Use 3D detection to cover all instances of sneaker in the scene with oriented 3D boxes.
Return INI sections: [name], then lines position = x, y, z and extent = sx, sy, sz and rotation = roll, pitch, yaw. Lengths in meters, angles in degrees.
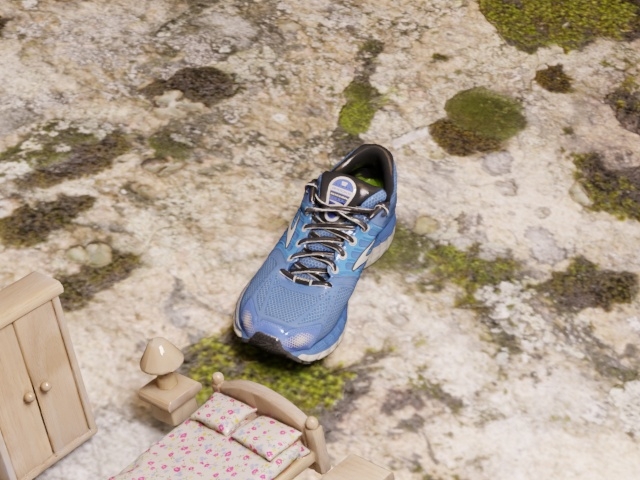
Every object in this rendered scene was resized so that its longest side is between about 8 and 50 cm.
[sneaker]
position = 0.000, 0.000, 1.322
extent = 0.129, 0.147, 0.330
rotation = 19, 43, 11

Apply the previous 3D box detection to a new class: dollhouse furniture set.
[dollhouse furniture set]
position = -0.175, 0.173, 0.995
extent = 0.355, 0.174, 0.303
rotation = 17, 39, 40
